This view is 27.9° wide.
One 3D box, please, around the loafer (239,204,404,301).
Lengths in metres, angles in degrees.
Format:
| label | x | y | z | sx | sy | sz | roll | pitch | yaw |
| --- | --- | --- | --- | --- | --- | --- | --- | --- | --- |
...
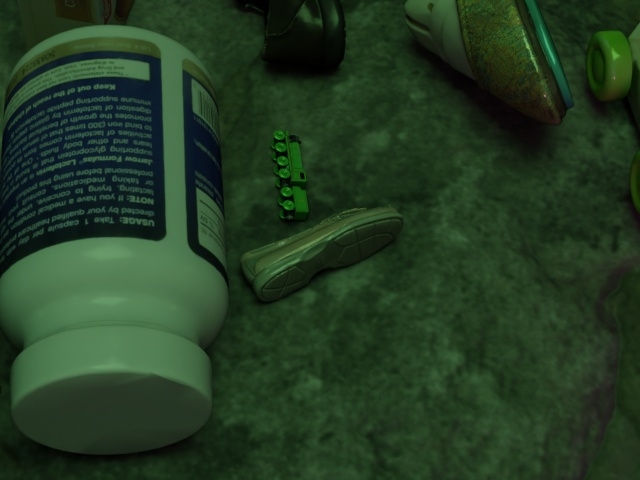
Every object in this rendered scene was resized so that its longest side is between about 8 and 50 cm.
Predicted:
| label | x | y | z | sx | sy | sz | roll | pitch | yaw |
| --- | --- | --- | --- | --- | --- | --- | --- | --- | --- |
| loafer | 0.000 | 0.000 | 0.942 | 0.125 | 0.045 | 0.039 | -26 | 56 | -17 |

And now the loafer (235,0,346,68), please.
| label | x | y | z | sx | sy | sz | roll | pitch | yaw |
| --- | --- | --- | --- | --- | --- | --- | --- | --- | --- |
| loafer | -0.042 | -0.235 | 1.068 | 0.078 | 0.080 | 0.220 | -12 | 59 | -12 |

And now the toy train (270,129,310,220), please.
| label | x | y | z | sx | sy | sz | roll | pitch | yaw |
| --- | --- | --- | --- | --- | --- | --- | --- | --- | --- |
| toy train | -0.023 | -0.051 | 0.988 | 0.024 | 0.017 | 0.083 | 2 | 56 | -15 |

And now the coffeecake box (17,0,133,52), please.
| label | x | y | z | sx | sy | sz | roll | pitch | yaw |
| --- | --- | --- | --- | --- | --- | --- | --- | --- | --- |
| coffeecake box | -0.182 | -0.252 | 1.032 | 0.068 | 0.142 | 0.185 | 12 | 57 | 4 |

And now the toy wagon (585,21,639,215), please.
| label | x | y | z | sx | sy | sz | roll | pitch | yaw |
| --- | --- | --- | --- | --- | --- | --- | --- | --- | --- |
| toy wagon | 0.366 | -0.068 | 0.998 | 0.267 | 0.068 | 0.344 | -6 | 58 | -8 |

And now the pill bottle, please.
| label | x | y | z | sx | sy | sz | roll | pitch | yaw |
| --- | --- | --- | --- | --- | --- | --- | --- | --- | --- |
| pill bottle | -0.139 | -0.001 | 0.865 | 0.153 | 0.153 | 0.264 | -2 | 57 | -6 |

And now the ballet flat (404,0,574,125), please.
| label | x | y | z | sx | sy | sz | roll | pitch | yaw |
| --- | --- | --- | --- | --- | --- | --- | --- | --- | --- |
| ballet flat | 0.116 | -0.222 | 1.065 | 0.123 | 0.123 | 0.348 | -5 | 58 | -8 |
